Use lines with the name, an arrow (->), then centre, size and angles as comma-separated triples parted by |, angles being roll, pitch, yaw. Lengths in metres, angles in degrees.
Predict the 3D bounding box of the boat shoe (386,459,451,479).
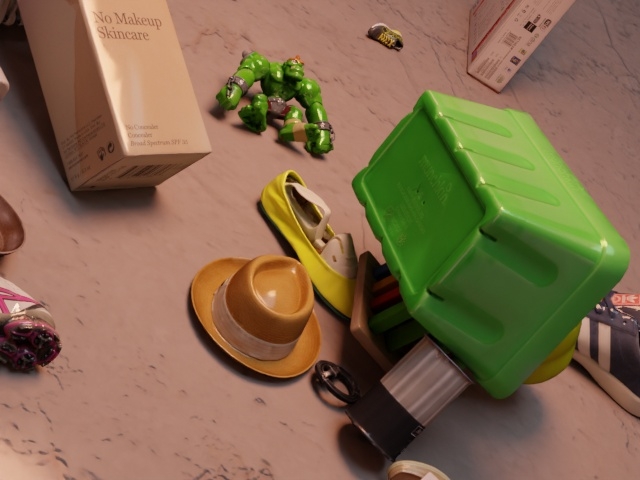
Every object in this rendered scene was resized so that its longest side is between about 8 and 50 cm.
boat shoe -> 0.135, 0.301, 1.395 | 0.135, 0.050, 0.045 | 30, 28, -13

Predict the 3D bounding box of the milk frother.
milk frother -> 0.083, 0.162, 1.431 | 0.143, 0.135, 0.129 | 46, 0, 1

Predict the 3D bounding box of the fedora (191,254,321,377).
fedora -> -0.061, 0.073, 1.451 | 0.194, 0.079, 0.194 | 26, 34, -20

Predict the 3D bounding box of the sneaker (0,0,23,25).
sneaker -> -0.363, -0.325, 1.588 | 0.236, 0.130, 0.323 | 31, 28, -5

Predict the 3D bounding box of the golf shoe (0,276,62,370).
golf shoe -> -0.341, 0.064, 1.186 | 0.186, 0.067, 0.086 | 36, 14, -45

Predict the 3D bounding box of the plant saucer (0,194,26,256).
plant saucer -> -0.390, -0.033, 1.271 | 0.168, 0.029, 0.168 | 35, 16, -12

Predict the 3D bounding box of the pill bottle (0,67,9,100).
pill bottle -> -0.476, -0.274, 1.352 | 0.169, 0.169, 0.302 | -25, 85, -55

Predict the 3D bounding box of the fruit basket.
fruit basket -> 0.243, 0.029, 1.532 | 0.392, 0.283, 0.392 | 34, 21, -15

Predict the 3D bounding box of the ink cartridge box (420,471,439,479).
ink cartridge box -> 0.076, 0.344, 1.172 | 0.127, 0.176, 0.128 | 43, 32, 12

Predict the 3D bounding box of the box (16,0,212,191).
box -> -0.262, -0.227, 1.485 | 0.148, 0.121, 0.311 | -9, 77, -48

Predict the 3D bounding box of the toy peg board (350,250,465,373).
toy peg board -> 0.121, 0.103, 1.547 | 0.161, 0.079, 0.161 | 50, 27, -25

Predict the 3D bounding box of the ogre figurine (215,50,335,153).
ogre figurine -> -0.063, -0.211, 1.789 | 0.197, 0.097, 0.118 | 10, 58, -14

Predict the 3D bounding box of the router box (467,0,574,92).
router box -> 0.420, -0.500, 2.380 | 0.082, 0.335, 0.301 | 30, 34, -12

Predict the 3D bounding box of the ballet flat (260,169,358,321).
ballet flat -> 0.000, 0.000, 1.601 | 0.077, 0.077, 0.231 | -7, 55, -50

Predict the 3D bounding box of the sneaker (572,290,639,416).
sneaker -> 0.413, 0.109, 1.810 | 0.350, 0.148, 0.131 | 35, 33, -5

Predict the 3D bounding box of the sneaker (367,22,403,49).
sneaker -> 0.123, -0.374, 2.217 | 0.083, 0.031, 0.035 | 7, 45, -39
